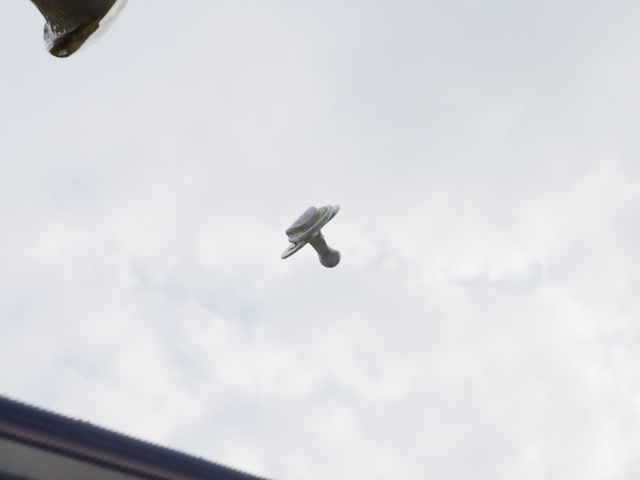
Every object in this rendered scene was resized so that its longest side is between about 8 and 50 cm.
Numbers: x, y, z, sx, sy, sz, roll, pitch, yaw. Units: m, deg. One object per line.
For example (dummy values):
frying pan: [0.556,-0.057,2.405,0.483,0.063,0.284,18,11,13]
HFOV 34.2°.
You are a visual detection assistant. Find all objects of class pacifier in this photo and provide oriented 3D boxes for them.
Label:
pacifier: [0.000,0.000,1.066,0.064,0.068,0.083,50,-118,-11]

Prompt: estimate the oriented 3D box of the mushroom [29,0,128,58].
mushroom: [-0.267,-0.287,0.828,0.159,0.122,0.329,-32,-49,15]
